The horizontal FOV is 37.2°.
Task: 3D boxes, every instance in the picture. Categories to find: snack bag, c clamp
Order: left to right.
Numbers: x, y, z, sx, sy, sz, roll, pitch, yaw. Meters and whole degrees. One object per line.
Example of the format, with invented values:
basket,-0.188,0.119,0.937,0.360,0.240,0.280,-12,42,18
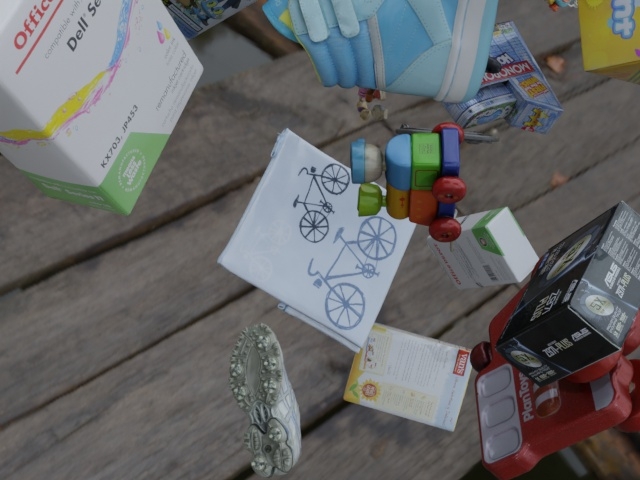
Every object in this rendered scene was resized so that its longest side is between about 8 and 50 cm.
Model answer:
snack bag,0.000,0.000,1.831,0.342,0.037,0.323,30,71,-16
c clamp,0.171,-0.141,1.295,0.160,0.022,0.137,3,9,-19

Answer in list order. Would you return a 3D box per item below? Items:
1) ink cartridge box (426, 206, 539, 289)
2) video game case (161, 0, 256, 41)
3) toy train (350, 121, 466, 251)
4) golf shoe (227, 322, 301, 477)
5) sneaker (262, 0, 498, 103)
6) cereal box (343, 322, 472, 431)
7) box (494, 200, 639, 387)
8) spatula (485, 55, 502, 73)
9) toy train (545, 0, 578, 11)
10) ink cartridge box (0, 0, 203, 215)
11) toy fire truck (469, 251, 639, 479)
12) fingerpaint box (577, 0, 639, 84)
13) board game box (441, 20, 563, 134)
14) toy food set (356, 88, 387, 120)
ink cartridge box,0.378,0.022,2.241,0.092,0.219,0.160,-40,105,-29
video game case,-0.251,-0.350,1.129,0.329,0.300,0.036,36,44,-42
toy train,0.111,-0.048,1.248,0.143,0.248,0.105,1,57,4
golf shoe,-0.059,0.185,1.119,0.086,0.069,0.176,11,71,-69
sneaker,0.053,-0.266,0.839,0.208,0.319,0.127,-1,32,-5
cereal box,0.184,0.279,1.973,0.240,0.173,0.047,16,4,4
box,0.302,0.064,1.107,0.077,0.147,0.180,40,56,-4
spatula,0.117,-0.280,1.348,0.296,0.084,0.030,17,67,22
toy train,0.475,-0.509,1.782,0.125,0.166,0.046,-13,29,-16
ink cartridge box,-0.265,-0.199,0.922,0.119,0.353,0.207,14,69,24
toy fire truck,0.320,0.163,1.334,0.169,0.254,0.302,42,30,-30
fingerpaint box,0.513,-0.463,1.421,0.371,0.163,0.445,-4,89,-52
board game box,0.273,-0.243,1.478,0.194,0.060,0.194,-18,62,-32
toy food set,0.089,-0.259,1.750,0.019,0.122,0.078,-3,95,-20
